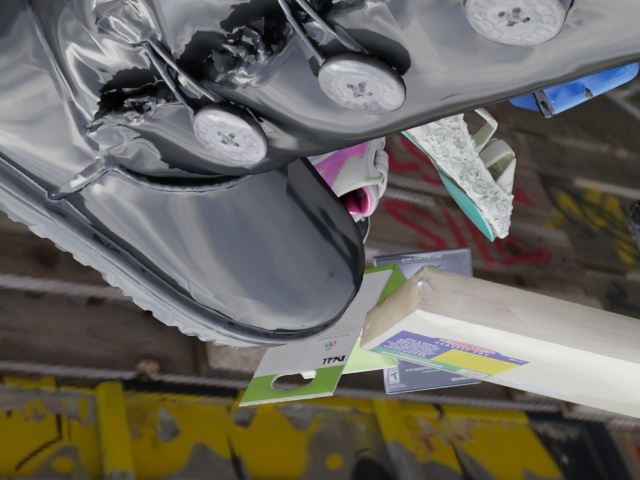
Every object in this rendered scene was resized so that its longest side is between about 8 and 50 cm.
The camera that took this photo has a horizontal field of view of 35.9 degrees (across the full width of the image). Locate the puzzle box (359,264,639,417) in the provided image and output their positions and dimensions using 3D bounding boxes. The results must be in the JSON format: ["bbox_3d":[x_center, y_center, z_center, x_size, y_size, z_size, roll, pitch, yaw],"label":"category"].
[{"bbox_3d":[0.269,0.128,1.135,0.409,0.052,0.272,15,163,-7],"label":"puzzle box"}]

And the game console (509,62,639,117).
[{"bbox_3d":[0.356,-0.370,1.642,0.250,0.173,0.293,-24,109,27],"label":"game console"}]

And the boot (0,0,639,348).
[{"bbox_3d":[0.034,-0.081,0.531,0.445,0.146,0.367,-22,144,39],"label":"boot"}]

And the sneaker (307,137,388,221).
[{"bbox_3d":[0.021,-0.076,0.985,0.111,0.252,0.103,33,151,8],"label":"sneaker"}]

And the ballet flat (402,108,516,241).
[{"bbox_3d":[0.249,-0.136,1.623,0.147,0.147,0.409,-29,141,15],"label":"ballet flat"}]

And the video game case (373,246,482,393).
[{"bbox_3d":[0.213,0.158,1.964,0.196,0.274,0.026,-6,-176,-7],"label":"video game case"}]

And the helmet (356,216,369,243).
[{"bbox_3d":[0.000,0.000,1.630,0.169,0.169,0.161,-15,138,-4],"label":"helmet"}]

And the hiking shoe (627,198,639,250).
[{"bbox_3d":[0.370,0.033,1.021,0.086,0.227,0.114,-7,118,11],"label":"hiking shoe"}]

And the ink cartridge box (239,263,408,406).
[{"bbox_3d":[0.018,0.165,1.455,0.189,0.255,0.097,-13,125,39],"label":"ink cartridge box"}]
